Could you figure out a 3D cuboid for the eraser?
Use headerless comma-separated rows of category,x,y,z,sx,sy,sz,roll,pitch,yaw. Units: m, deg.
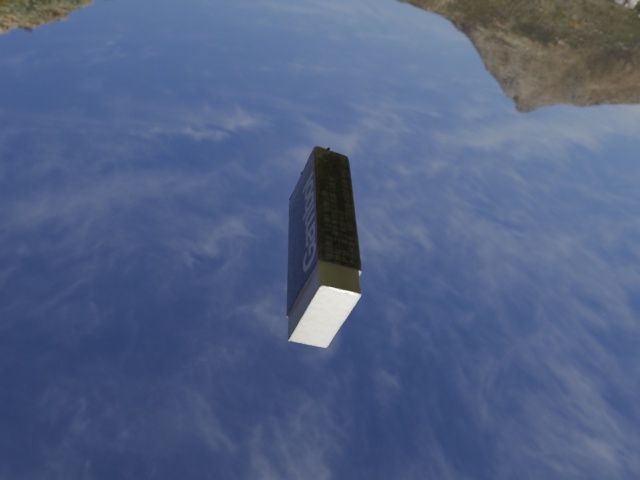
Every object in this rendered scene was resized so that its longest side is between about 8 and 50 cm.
eraser,0.000,0.000,0.587,0.046,0.092,0.213,15,-139,-16
